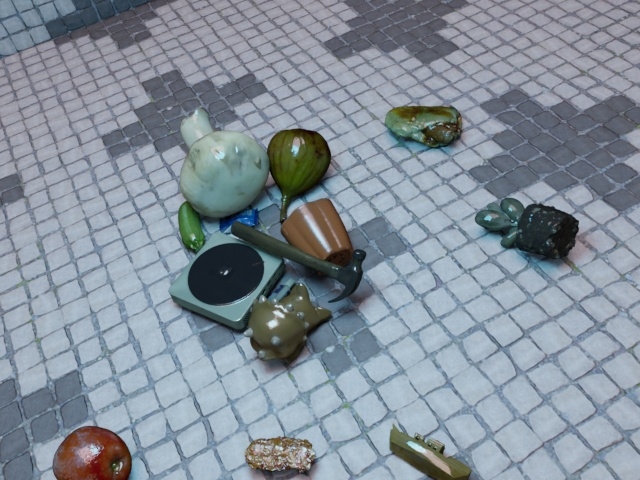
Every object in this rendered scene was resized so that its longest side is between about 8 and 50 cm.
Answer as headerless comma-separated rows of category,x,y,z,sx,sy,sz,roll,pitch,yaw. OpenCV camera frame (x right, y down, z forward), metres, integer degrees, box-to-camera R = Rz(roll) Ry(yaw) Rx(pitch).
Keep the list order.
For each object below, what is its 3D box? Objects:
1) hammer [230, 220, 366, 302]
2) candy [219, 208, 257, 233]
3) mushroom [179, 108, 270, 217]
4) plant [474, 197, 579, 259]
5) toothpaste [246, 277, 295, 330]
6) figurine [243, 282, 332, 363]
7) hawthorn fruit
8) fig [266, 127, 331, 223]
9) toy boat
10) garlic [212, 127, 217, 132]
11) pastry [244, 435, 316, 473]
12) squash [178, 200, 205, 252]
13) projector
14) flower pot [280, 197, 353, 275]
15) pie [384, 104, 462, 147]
hammer,-0.077,0.034,1.737,0.440,0.168,0.044,24,17,27
candy,-0.267,-0.063,1.988,0.136,0.038,0.088,-15,41,6
mushroom,-0.331,-0.257,1.966,0.314,0.314,0.336,-25,67,-11
plant,0.587,-0.041,1.755,0.146,0.149,0.275,5,12,-43
toothpaste,-0.142,0.184,1.745,0.037,0.062,0.216,35,58,12
figurine,-0.098,0.206,1.636,0.177,0.173,0.247,34,63,32
hawthorn fruit,-0.534,0.527,1.446,0.173,0.173,0.172,-5,49,6
fig,-0.095,-0.209,2.001,0.217,0.217,0.320,12,73,20
toy boat,0.247,0.487,1.410,0.206,0.064,0.072,25,44,28
garlic,-0.372,-0.312,2.177,0.115,0.128,0.206,-52,40,23
pastry,-0.092,0.509,1.453,0.170,0.063,0.087,2,59,6
squash,-0.418,-0.045,1.977,0.077,0.068,0.219,-16,49,-10
projector,-0.271,0.116,1.805,0.259,0.079,0.257,19,56,24
flower pot,0.000,0.000,1.801,0.191,0.190,0.173,-25,61,-11
pie,0.364,-0.418,2.154,0.275,0.105,0.257,9,37,14
